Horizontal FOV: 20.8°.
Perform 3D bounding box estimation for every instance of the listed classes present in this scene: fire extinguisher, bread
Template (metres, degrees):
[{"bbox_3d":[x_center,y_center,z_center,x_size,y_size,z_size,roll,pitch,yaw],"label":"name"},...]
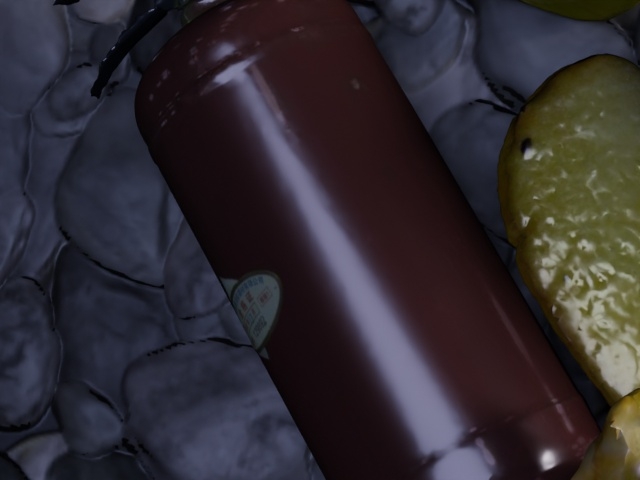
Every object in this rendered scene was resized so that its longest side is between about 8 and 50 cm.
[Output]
[{"bbox_3d":[0.000,0.000,0.765,0.135,0.114,0.337,-33,75,21],"label":"fire extinguisher"},{"bbox_3d":[0.162,0.002,0.752,0.149,0.065,0.187,-31,73,-2],"label":"bread"}]

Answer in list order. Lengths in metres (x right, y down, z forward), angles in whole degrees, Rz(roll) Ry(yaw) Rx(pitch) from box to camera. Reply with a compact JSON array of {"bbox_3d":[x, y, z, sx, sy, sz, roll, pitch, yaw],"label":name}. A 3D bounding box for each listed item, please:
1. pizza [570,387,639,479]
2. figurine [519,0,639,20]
[{"bbox_3d":[0.216,0.238,0.632,0.440,0.130,0.406,-42,94,5],"label":"pizza"},{"bbox_3d":[0.070,-0.308,0.787,0.283,0.204,0.338,17,75,23],"label":"figurine"}]
